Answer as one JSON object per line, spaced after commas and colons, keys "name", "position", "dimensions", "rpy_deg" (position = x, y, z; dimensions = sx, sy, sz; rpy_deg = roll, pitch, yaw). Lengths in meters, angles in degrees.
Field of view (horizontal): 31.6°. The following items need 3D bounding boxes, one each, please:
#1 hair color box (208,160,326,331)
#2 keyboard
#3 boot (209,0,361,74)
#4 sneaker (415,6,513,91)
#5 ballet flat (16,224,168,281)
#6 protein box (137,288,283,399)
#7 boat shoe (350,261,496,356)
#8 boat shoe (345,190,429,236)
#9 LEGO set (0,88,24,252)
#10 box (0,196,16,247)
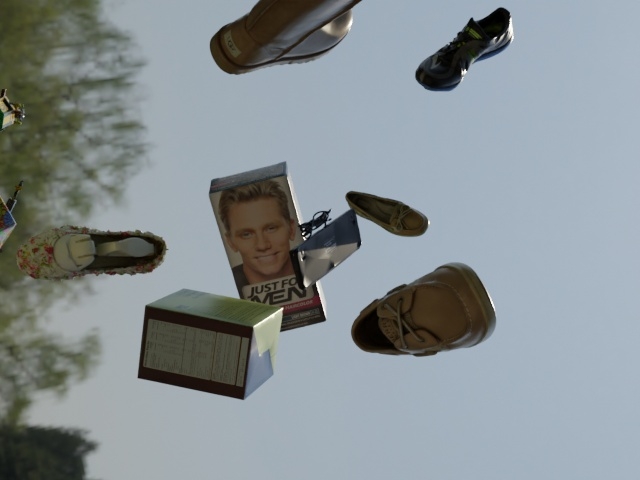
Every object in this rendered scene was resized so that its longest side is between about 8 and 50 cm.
{"name": "hair color box", "position": [-0.110, 0.022, 2.427], "dimensions": [0.105, 0.174, 0.347], "rpy_deg": [-93, 168, -69]}
{"name": "keyboard", "position": [0.000, 0.000, 1.793], "dimensions": [0.038, 0.192, 0.100], "rpy_deg": [1, -69, 31]}
{"name": "boot", "position": [0.015, -0.291, 1.361], "dimensions": [0.269, 0.236, 0.089], "rpy_deg": [-25, -84, 54]}
{"name": "sneaker", "position": [0.210, -0.284, 1.663], "dimensions": [0.067, 0.188, 0.078], "rpy_deg": [43, -22, 26]}
{"name": "ballet flat", "position": [-0.342, 0.013, 1.740], "dimensions": [0.077, 0.241, 0.091], "rpy_deg": [-18, -100, 54]}
{"name": "protein box", "position": [-0.197, 0.183, 2.048], "dimensions": [0.200, 0.201, 0.136], "rpy_deg": [-26, 126, -75]}
{"name": "boat shoe", "position": [0.142, 0.118, 1.624], "dimensions": [0.121, 0.110, 0.341], "rpy_deg": [66, -20, 5]}
{"name": "boat shoe", "position": [0.115, -0.049, 1.965], "dimensions": [0.153, 0.048, 0.056], "rpy_deg": [25, -94, 22]}
{"name": "LEGO set", "position": [-0.612, -0.127, 1.873], "dimensions": [0.192, 0.255, 0.331], "rpy_deg": [-87, -179, -76]}
{"name": "box", "position": [-0.592, -0.052, 1.412], "dimensions": [0.279, 0.290, 0.177], "rpy_deg": [59, -35, 4]}
